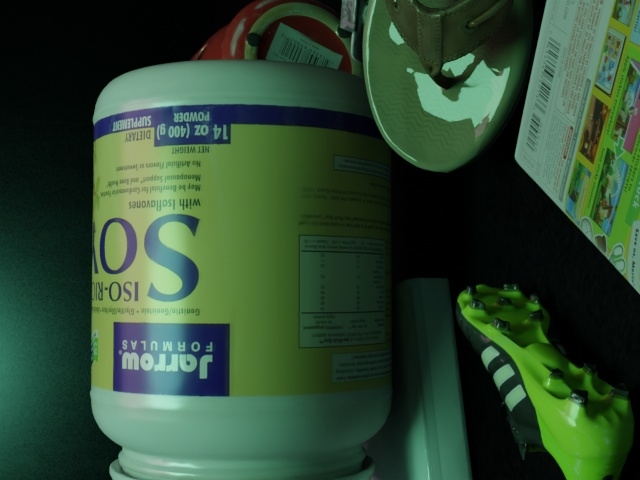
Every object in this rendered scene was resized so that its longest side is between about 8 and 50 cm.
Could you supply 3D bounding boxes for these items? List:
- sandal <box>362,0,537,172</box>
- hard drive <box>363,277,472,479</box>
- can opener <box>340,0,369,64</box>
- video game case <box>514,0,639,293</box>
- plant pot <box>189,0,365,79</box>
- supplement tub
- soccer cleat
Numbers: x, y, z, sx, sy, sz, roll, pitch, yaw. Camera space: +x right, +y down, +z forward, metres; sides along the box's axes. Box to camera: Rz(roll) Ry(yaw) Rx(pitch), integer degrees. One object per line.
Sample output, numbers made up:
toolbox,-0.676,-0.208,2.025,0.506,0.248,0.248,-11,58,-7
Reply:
sandal,0.080,-0.179,0.594,0.086,0.120,0.302,-38,-34,-48
hard drive,0.075,0.234,0.820,0.233,0.047,0.353,119,149,-66
can opener,0.077,-0.281,0.827,0.095,0.076,0.283,25,118,41
video game case,0.162,-0.104,0.472,0.206,0.026,0.226,-112,26,-61
plant pot,-0.049,-0.157,1.056,0.174,0.191,0.191,153,117,-65
supplement tub,-0.061,0.042,0.778,0.241,0.241,0.331,164,106,-78
soccer cleat,0.122,0.083,0.574,0.179,0.060,0.072,-121,32,-63
